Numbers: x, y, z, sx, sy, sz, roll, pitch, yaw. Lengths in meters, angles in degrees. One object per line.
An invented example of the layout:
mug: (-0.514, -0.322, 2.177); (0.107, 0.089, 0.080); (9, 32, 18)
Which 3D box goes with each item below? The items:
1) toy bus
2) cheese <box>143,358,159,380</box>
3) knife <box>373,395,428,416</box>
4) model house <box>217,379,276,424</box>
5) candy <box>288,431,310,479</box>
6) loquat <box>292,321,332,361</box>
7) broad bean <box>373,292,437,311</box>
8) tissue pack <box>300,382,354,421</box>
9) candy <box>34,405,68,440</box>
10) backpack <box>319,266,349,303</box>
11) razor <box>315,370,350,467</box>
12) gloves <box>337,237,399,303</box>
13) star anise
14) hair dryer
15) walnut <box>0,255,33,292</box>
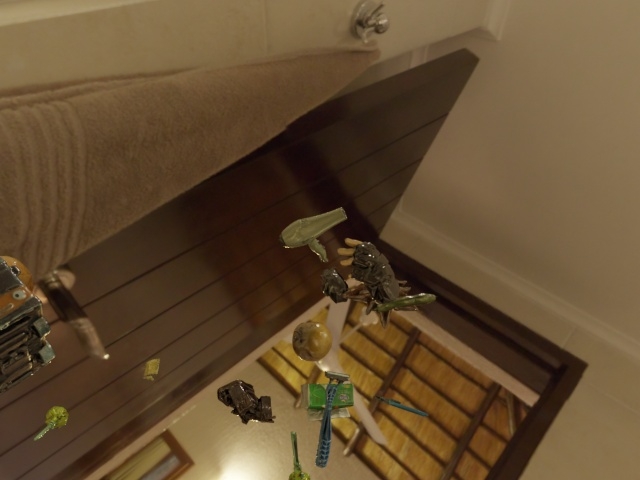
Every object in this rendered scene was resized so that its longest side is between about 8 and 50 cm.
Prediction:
toy bus: (-0.685, 0.185, 0.931); (0.194, 0.162, 0.323); (44, -42, 8)
cheese: (-0.554, 0.424, 1.455); (0.084, 0.041, 0.060); (-50, -144, 41)
knife: (0.303, 0.612, 1.657); (0.296, 0.026, 0.044); (30, -23, -35)
model house: (-0.268, 0.601, 1.619); (0.164, 0.141, 0.203); (45, 1, 42)
candy: (-0.075, 0.709, 1.422); (0.073, 0.077, 0.262); (1, -66, 8)
loquat: (-0.044, 0.505, 2.246); (0.213, 0.213, 0.213); (31, -42, 33)
broad bean: (0.332, 0.241, 1.754); (0.065, 0.254, 0.046); (73, 6, -60)
tissue pack: (0.028, 0.712, 1.983); (0.148, 0.209, 0.156); (134, -43, -65)
candy: (-0.733, 0.500, 1.208); (0.062, 0.058, 0.194); (61, -13, -5)
backpack: (0.060, 0.206, 1.993); (0.165, 0.105, 0.120); (-125, -156, -54)
razor: (0.023, 0.496, 1.250); (0.042, 0.082, 0.253); (-15, -118, 63)
gloves: (0.135, 0.078, 1.283); (0.203, 0.124, 0.164); (61, 0, -4)
star anise: (0.260, 0.221, 1.938); (0.349, 0.292, 0.109); (34, -45, 23)
hair dryer: (0.013, -0.021, 1.441); (0.219, 0.225, 0.088); (-37, -135, 29)
walnut: (-1.037, 0.148, 1.419); (0.195, 0.221, 0.195); (39, -40, 44)
